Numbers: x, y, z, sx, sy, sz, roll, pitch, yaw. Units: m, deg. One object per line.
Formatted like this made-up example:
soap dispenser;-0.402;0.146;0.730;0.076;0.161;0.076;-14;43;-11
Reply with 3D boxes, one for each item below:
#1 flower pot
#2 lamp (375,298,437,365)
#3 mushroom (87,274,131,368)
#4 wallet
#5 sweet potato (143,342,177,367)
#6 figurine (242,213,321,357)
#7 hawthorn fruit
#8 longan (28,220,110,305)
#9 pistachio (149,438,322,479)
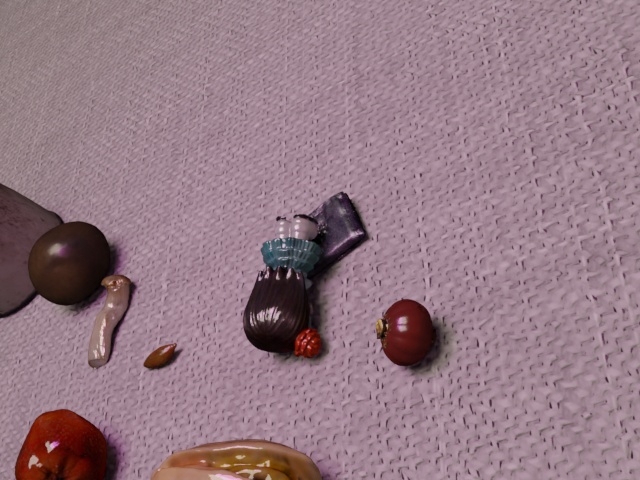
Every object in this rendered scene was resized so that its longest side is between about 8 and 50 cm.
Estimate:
flower pot;-0.822;-0.016;2.130;0.293;0.330;0.294;-23;49;29
lamp;0.129;0.138;1.369;0.101;0.090;0.101;-171;90;-79
mushroom;-0.439;0.164;1.875;0.059;0.054;0.202;-7;63;44
wallet;0.001;0.000;1.623;0.166;0.030;0.111;-38;53;18
sweet potato;-0.305;0.222;1.727;0.095;0.034;0.034;-36;42;30
figurine;-0.053;0.075;1.548;0.137;0.110;0.246;-4;65;31
hawthorn fruit;-0.468;0.397;1.663;0.173;0.173;0.179;-62;17;-13
longan;-0.541;0.046;1.970;0.189;0.189;0.189;-22;48;28
pistachio;-0.142;0.397;1.369;0.299;0.187;0.188;-9;55;29
